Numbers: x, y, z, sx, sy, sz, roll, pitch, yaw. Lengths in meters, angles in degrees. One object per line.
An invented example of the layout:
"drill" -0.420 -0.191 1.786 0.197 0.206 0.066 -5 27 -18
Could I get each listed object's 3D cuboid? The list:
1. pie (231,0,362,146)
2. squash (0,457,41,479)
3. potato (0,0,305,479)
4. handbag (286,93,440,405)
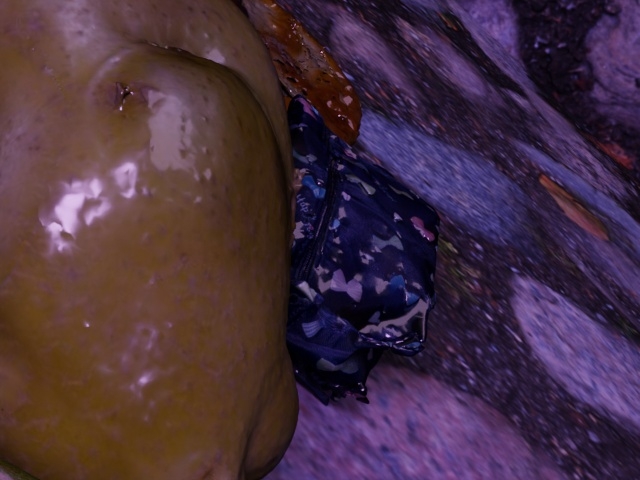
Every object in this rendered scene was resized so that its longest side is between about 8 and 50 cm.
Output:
"pie" -0.077 -0.151 1.139 0.308 0.085 0.308 37 26 -21
"squash" -0.168 0.104 0.518 0.252 0.066 0.066 30 24 -27
"potato" -0.110 -0.008 0.674 0.218 0.202 0.351 28 36 -58
"handbag" 0.000 0.000 0.932 0.162 0.113 0.260 41 27 -18
